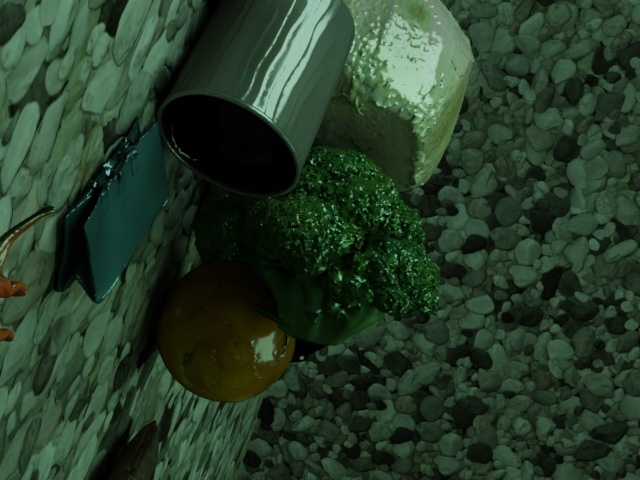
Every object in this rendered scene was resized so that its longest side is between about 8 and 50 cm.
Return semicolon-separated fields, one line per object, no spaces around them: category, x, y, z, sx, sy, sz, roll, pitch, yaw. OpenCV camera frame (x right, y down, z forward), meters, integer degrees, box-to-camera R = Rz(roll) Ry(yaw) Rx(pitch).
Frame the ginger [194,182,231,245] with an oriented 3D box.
ginger;-0.164;-0.079;1.864;0.122;0.115;0.193;77;31;-45

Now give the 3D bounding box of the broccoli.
broccoli;0.001;-0.002;1.726;0.310;0.414;0.321;94;10;-45

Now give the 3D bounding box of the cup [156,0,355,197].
cup;-0.069;-0.206;1.523;0.288;0.208;0.273;48;52;-40

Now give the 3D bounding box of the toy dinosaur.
toy dinosaur;-0.334;0.083;1.006;0.101;0.055;0.279;59;52;-70

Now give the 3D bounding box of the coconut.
coconut;0.072;-0.295;1.870;0.404;0.405;0.404;20;90;-84

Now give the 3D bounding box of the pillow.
pillow;-0.355;0.465;1.912;0.223;0.084;0.236;-55;168;-72

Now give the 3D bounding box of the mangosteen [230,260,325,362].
mangosteen;-0.085;0.070;2.151;0.306;0.306;0.359;28;58;-84

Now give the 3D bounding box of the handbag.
handbag;-0.253;-0.041;1.325;0.221;0.057;0.144;-63;167;-48

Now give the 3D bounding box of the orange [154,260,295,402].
orange;-0.165;0.159;1.848;0.246;0.246;0.246;20;90;-84
